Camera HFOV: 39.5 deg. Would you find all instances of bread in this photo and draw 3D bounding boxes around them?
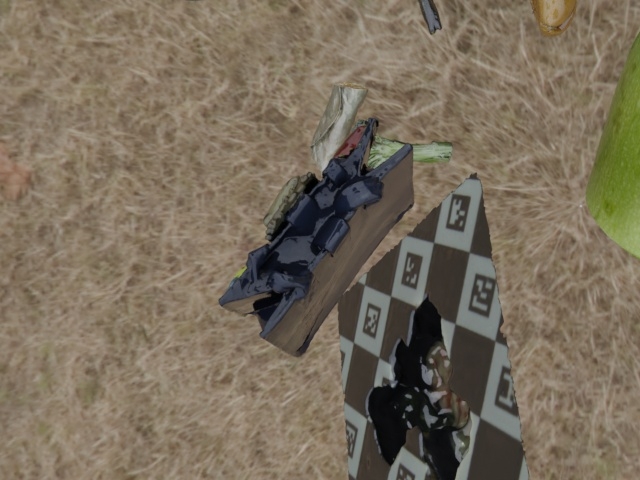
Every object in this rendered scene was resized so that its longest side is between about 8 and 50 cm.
[{"bbox_3d":[0.386,-0.423,1.484,0.077,0.114,0.189,-7,62,0],"label":"bread"}]

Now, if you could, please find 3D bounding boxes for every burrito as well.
[{"bbox_3d":[0.030,-0.225,1.769,0.087,0.060,0.226,-114,37,-45],"label":"burrito"}]

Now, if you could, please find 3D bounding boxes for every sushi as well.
[{"bbox_3d":[0.084,0.106,0.612,0.047,0.219,0.231,9,60,-22],"label":"sushi"}]

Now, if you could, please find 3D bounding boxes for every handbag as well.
[{"bbox_3d":[0.000,0.000,1.205,0.122,0.329,0.303,36,85,9],"label":"handbag"}]

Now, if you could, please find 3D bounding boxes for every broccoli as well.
[{"bbox_3d":[0.146,-0.166,1.678,0.204,0.122,0.118,3,104,0],"label":"broccoli"}]

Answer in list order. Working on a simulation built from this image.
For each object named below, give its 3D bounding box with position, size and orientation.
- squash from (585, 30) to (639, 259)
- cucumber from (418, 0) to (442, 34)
[{"bbox_3d":[0.473,-0.157,1.101,0.210,0.233,0.309,48,143,35],"label":"squash"},{"bbox_3d":[0.228,-0.490,1.882,0.033,0.034,0.135,-21,51,12],"label":"cucumber"}]
